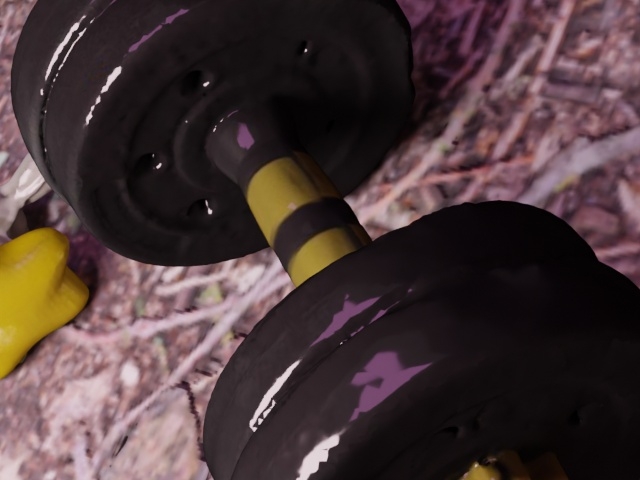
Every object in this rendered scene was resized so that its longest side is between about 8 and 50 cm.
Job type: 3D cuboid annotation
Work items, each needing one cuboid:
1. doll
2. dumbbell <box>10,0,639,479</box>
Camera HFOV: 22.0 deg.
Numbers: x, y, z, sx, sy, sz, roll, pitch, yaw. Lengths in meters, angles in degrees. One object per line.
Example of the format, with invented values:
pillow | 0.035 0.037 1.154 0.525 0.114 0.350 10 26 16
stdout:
doll | -0.185 0.016 0.857 0.135 0.071 0.113 -25 48 22
dumbbell | 0.000 0.000 0.683 0.185 0.185 0.388 -38 54 8
